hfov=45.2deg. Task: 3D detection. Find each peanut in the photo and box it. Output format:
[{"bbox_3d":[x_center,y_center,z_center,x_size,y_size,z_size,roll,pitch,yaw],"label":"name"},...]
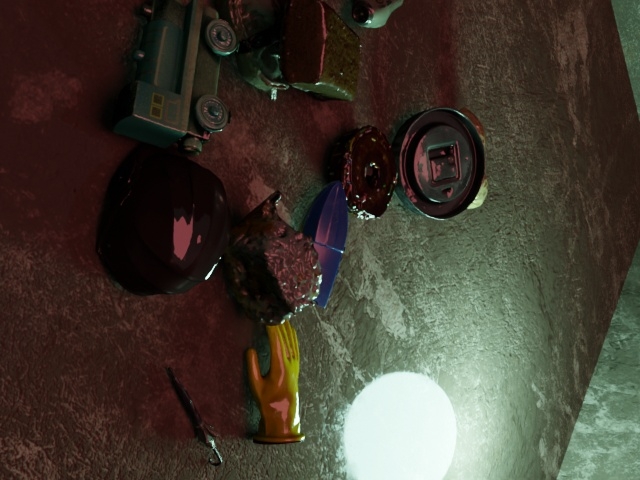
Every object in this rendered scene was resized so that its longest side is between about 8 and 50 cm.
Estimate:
[{"bbox_3d":[0.432,-0.243,2.291,0.136,0.120,0.299,-10,99,-55],"label":"peanut"}]

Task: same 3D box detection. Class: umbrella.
[{"bbox_3d":[-0.249,0.361,1.577,0.044,0.044,0.269,-79,155,-60],"label":"umbrella"}]

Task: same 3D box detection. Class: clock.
[{"bbox_3d":[0.326,-0.214,2.131,0.312,0.061,0.313,-4,97,-31],"label":"clock"}]

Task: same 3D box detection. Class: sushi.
[{"bbox_3d":[-0.144,-0.411,1.580,0.109,0.134,0.273,-21,125,-34],"label":"sushi"},{"bbox_3d":[-0.108,0.047,1.601,0.139,0.184,0.274,-43,124,-41],"label":"sushi"}]

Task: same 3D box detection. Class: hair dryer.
[{"bbox_3d":[0.135,-0.662,1.928,0.229,0.092,0.267,-12,94,-57],"label":"hair dryer"}]

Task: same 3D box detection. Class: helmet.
[{"bbox_3d":[-0.262,-0.040,1.414,0.225,0.177,0.306,23,77,-48],"label":"helmet"}]

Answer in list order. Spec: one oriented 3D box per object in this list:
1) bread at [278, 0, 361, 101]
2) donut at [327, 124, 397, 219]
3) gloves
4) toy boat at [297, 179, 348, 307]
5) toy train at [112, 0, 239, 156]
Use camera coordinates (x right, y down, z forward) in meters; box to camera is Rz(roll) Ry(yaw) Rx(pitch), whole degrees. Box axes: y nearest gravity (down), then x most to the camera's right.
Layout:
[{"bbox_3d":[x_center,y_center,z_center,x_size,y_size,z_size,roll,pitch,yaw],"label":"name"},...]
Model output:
[{"bbox_3d":[0.003,-0.391,1.626,0.416,0.113,0.165,-24,116,-78],"label":"bread"},{"bbox_3d":[0.100,-0.168,1.911,0.235,0.089,0.235,-8,100,-51],"label":"donut"},{"bbox_3d":[-0.096,0.302,1.732,0.133,0.116,0.295,27,61,-78],"label":"gloves"},{"bbox_3d":[0.000,0.000,1.793,0.129,0.088,0.295,20,84,-36],"label":"toy boat"},{"bbox_3d":[-0.264,-0.308,1.409,0.194,0.120,0.298,16,69,-32],"label":"toy train"}]
